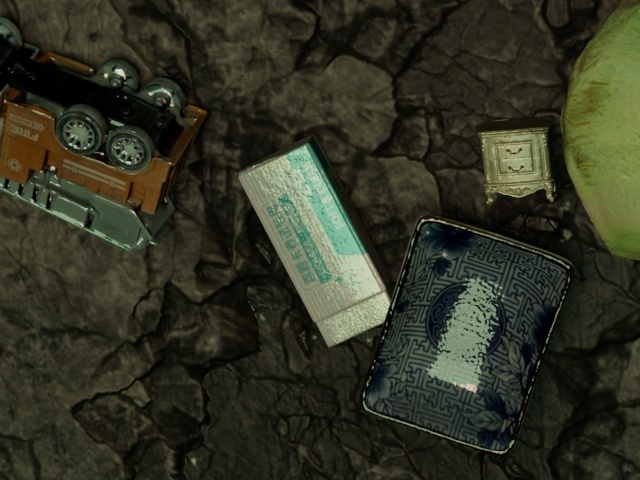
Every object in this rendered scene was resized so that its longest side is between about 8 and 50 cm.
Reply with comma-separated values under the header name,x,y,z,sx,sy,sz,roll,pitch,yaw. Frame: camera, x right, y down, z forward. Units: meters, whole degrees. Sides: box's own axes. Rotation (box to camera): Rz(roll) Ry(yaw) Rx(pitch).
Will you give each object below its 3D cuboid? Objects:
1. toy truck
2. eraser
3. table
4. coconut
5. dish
name,x,y,z,sx,sy,sz,roll,pitch,yaw
toy truck,-0.315,-0.119,1.947,0.338,0.133,0.184,20,125,3
eraser,0.000,0.000,1.952,0.095,0.052,0.225,-25,98,15
table,0.215,-0.086,1.876,0.079,0.062,0.083,-3,106,14
coconut,0.377,-0.121,1.720,0.281,0.328,0.328,9,110,-19
dish,0.163,0.098,1.930,0.182,0.080,0.243,18,106,3
